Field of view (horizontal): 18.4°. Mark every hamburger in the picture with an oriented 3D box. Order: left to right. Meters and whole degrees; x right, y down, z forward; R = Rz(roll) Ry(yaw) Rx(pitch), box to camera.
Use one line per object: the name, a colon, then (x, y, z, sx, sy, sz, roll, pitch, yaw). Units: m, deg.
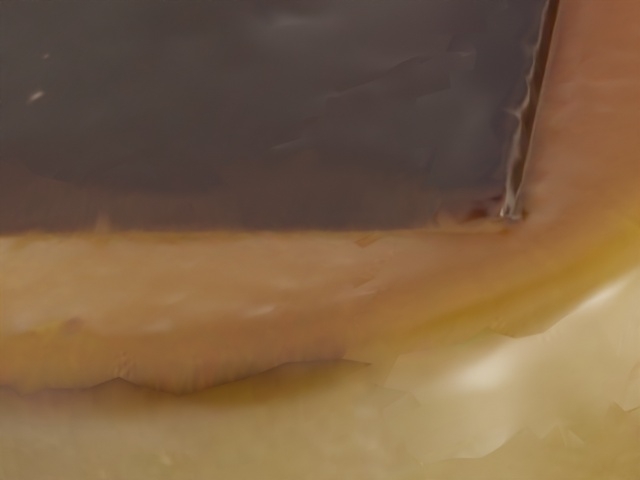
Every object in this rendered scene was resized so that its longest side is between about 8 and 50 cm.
hamburger: (0.000, 0.000, 0.482, 0.300, 0.176, 0.300, -7, 42, 7)
